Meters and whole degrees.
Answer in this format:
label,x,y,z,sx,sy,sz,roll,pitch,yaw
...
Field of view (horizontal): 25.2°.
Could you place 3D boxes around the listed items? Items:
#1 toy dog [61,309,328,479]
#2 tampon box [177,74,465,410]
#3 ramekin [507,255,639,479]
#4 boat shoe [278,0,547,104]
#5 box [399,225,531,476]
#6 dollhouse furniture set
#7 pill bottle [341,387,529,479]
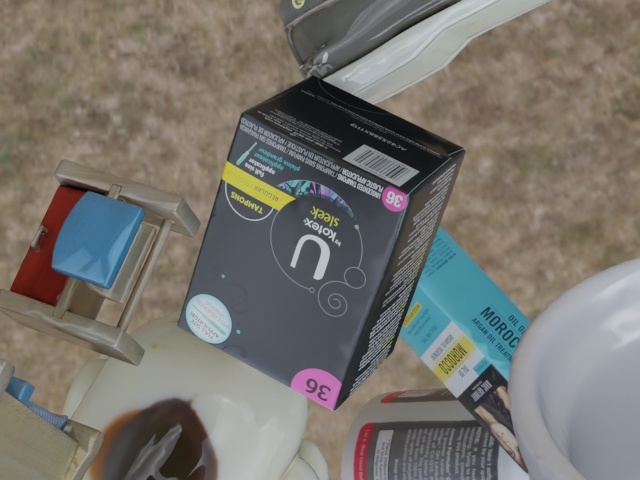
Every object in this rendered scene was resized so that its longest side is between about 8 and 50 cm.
label,x,y,z,sx,sy,sz,roll,pitch,yaw
toy dog,-0.157,0.271,1.218,0.284,0.408,0.395,36,133,-1
tampon box,0.000,0.000,0.909,0.120,0.101,0.161,27,118,16
ramekin,0.222,0.116,0.627,0.277,0.277,0.135,-7,117,-5
boat shoe,0.112,-0.190,0.946,0.305,0.091,0.109,-29,173,14
box,0.142,0.095,1.285,0.060,0.244,0.100,-38,169,-26
dollhouse furniture set,-0.166,0.031,0.680,0.129,0.184,0.129,17,163,18
pill bottle,0.190,0.236,1.466,0.318,0.176,0.176,-8,146,43
